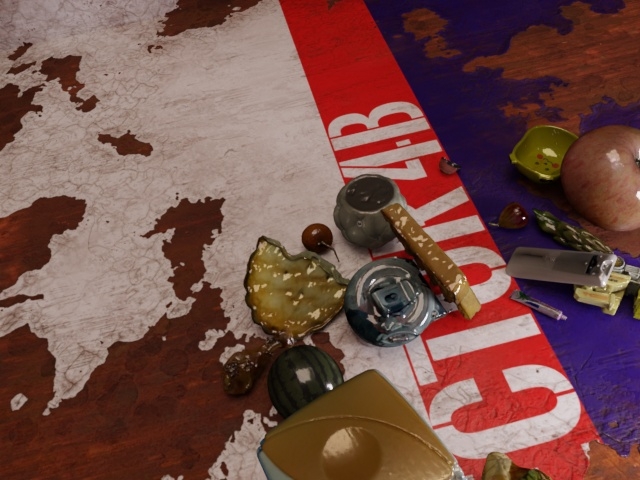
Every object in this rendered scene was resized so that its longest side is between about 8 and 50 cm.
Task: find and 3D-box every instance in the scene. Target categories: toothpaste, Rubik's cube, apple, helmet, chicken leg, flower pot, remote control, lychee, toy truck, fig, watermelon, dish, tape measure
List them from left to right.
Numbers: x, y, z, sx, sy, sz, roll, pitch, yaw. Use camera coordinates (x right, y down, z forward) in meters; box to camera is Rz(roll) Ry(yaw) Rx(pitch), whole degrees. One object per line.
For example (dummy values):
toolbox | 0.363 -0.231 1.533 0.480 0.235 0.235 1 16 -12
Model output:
chicken leg | -0.182 0.342 1.664 0.251 0.107 0.087 -36 20 -16
watermelon | -0.037 0.387 1.545 0.212 0.212 0.212 -4 52 5
lychee | -0.001 -0.005 1.912 0.140 0.114 0.101 8 68 44
Rubik's cube | 0.102 0.551 1.281 0.352 0.351 0.347 -30 45 -14
flower pot | 0.164 -0.093 1.902 0.246 0.195 0.246 -3 53 4
tape measure | 0.205 0.175 1.679 0.275 0.147 0.256 -28 74 -13
helmet | 0.462 -0.262 2.089 0.084 0.049 0.065 28 21 -2
fig | 0.620 -0.067 1.907 0.125 0.089 0.089 -32 50 15
toothpaste | 0.649 0.194 1.721 0.170 0.028 0.045 27 53 30
dish | 0.787 -0.278 2.022 0.262 0.108 0.221 -38 57 -22
remote control | 0.697 0.066 1.709 0.313 0.055 0.109 5 54 52
apple | 0.928 -0.197 1.794 0.345 0.269 0.345 0 83 0
toy truck | 0.869 0.146 1.668 0.272 0.124 0.157 17 56 20

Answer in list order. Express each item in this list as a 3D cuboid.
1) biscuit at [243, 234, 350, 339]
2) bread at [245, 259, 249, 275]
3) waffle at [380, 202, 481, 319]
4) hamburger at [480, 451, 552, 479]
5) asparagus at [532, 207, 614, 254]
biscuit | -0.081 0.124 1.753 0.329 0.078 0.335 -28 92 -12
bread | -0.126 0.101 1.859 0.232 0.088 0.128 15 58 21
waffle | 0.326 0.063 1.691 0.077 0.304 0.348 -39 58 3
hamburger | 0.426 0.584 1.252 0.162 0.209 0.330 11 25 17
asparagus | 0.791 -0.018 1.839 0.287 0.080 0.080 31 61 36
